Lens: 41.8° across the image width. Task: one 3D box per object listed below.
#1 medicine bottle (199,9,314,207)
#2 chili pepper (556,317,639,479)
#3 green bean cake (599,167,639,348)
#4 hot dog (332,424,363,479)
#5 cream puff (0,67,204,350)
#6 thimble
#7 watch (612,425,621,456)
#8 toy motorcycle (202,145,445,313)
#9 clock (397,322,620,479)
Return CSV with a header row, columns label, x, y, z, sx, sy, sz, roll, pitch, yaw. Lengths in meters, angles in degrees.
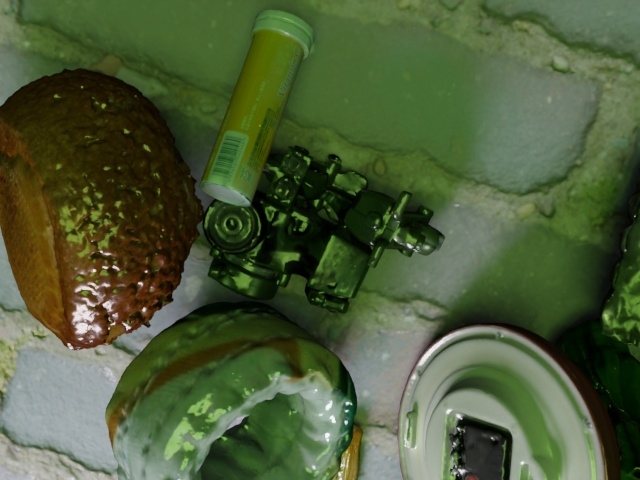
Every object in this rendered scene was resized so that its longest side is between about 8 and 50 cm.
label,x,y,z,sx,sy,sz,roll,pitch,yaw
medicine bottle,-0.073,-0.149,0.947,0.073,0.074,0.218,19,75,-4
chili pepper,0.357,0.202,1.000,0.099,0.253,0.083,22,123,-22
green bean cake,0.465,0.032,0.967,0.241,0.132,0.255,14,93,15
hot dog,0.029,0.311,1.137,0.044,0.028,0.137,-1,109,-25
cream puff,-0.244,-0.042,0.940,0.212,0.303,0.303,-18,106,-29
thimble,-0.105,0.216,0.987,0.288,0.167,0.254,-38,131,-14
watch,0.460,0.408,1.031,0.314,0.335,0.327,-23,123,-8
toy motorcycle,0.000,0.000,1.008,0.275,0.127,0.205,25,101,-2
clock,0.205,0.256,0.993,0.080,0.318,0.319,3,108,-38
